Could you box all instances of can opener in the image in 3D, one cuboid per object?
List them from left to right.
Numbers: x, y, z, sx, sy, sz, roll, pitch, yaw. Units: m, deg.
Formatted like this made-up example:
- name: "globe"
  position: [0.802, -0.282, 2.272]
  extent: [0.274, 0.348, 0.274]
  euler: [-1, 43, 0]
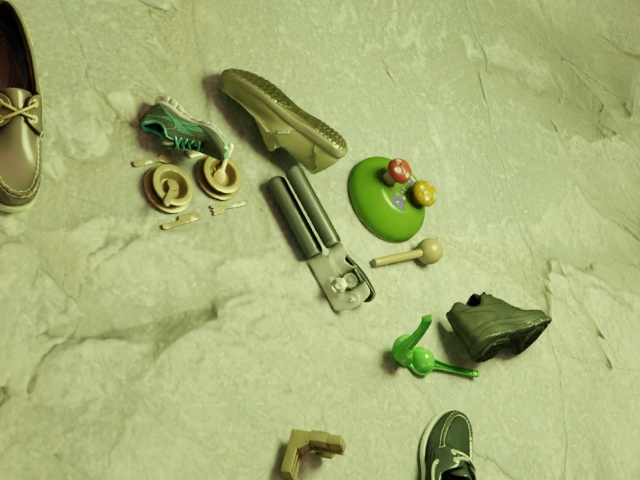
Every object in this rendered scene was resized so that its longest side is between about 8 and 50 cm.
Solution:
- name: "can opener"
  position: [0.000, 0.000, 1.608]
  extent: [0.280, 0.074, 0.093]
  euler: [60, 11, 1]

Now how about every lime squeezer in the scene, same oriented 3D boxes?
- name: "lime squeezer"
  position: [0.195, 0.200, 1.633]
  extent: [0.310, 0.110, 0.058]
  euler: [47, 19, -53]

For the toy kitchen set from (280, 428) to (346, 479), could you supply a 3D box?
- name: "toy kitchen set"
  position: [-0.007, 0.348, 1.407]
  extent: [0.068, 0.083, 0.075]
  euler: [73, 27, -48]

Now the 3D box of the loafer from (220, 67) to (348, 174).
- name: "loafer"
  position: [-0.079, -0.212, 1.629]
  extent: [0.269, 0.092, 0.102]
  euler: [36, 20, 0]

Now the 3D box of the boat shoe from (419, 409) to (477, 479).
- name: "boat shoe"
  position: [0.225, 0.418, 1.538]
  extent: [0.114, 0.091, 0.302]
  euler: [34, 50, -21]

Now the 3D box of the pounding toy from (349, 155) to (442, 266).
- name: "pounding toy"
  position: [0.165, -0.075, 1.742]
  extent: [0.183, 0.110, 0.236]
  euler: [0, 67, -39]

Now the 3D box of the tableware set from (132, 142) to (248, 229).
- name: "tableware set"
  position: [-0.205, -0.103, 1.502]
  extent: [0.194, 0.039, 0.128]
  euler: [-19, 80, -43]

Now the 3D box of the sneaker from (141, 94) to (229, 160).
- name: "sneaker"
  position: [-0.228, -0.172, 1.490]
  extent: [0.167, 0.065, 0.076]
  euler: [32, 56, 16]

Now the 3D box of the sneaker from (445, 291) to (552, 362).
- name: "sneaker"
  position: [0.357, 0.156, 1.782]
  extent: [0.286, 0.109, 0.130]
  euler: [3, 40, -51]

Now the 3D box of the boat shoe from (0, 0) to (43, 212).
- name: "boat shoe"
  position: [-0.460, -0.201, 1.306]
  extent: [0.117, 0.097, 0.324]
  euler: [2, 66, -39]
